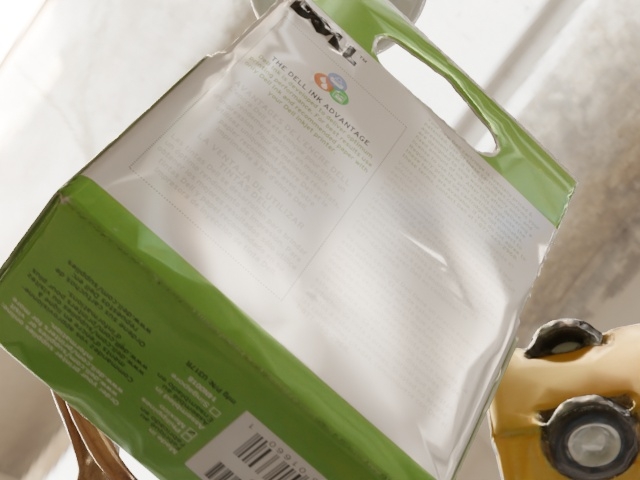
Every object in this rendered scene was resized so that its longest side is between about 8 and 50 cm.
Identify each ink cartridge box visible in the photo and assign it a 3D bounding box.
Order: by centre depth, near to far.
[{"bbox_3d":[0.000,0.000,0.571,0.097,0.189,0.255,-44,-173,41],"label":"ink cartridge box"}]

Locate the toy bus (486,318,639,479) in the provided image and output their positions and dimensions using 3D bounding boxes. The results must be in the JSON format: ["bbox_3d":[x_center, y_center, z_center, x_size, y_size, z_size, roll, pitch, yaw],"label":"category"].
[{"bbox_3d":[0.268,0.102,0.705,0.333,0.130,0.108,-12,-158,8],"label":"toy bus"}]

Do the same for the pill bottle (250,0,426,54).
[{"bbox_3d":[0.007,-0.202,0.779,0.108,0.108,0.180,-38,-148,25],"label":"pill bottle"}]

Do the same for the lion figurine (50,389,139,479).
[{"bbox_3d":[-0.115,0.098,0.942,0.142,0.392,0.240,-34,-102,5],"label":"lion figurine"}]
